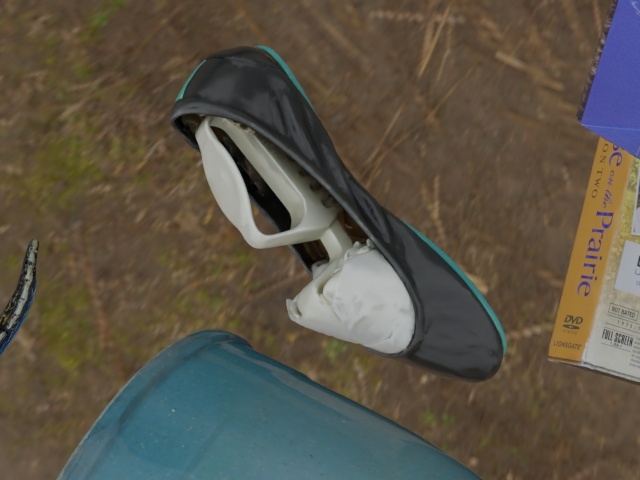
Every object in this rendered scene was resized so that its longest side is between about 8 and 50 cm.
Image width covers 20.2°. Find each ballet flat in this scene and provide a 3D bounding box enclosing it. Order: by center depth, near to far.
[{"bbox_3d":[0.000,0.000,1.166,0.280,0.096,0.095,49,142,5],"label":"ballet flat"}]

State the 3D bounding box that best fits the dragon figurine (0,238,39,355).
[{"bbox_3d":[-0.219,0.084,0.651,0.289,0.144,0.085,-23,86,-14],"label":"dragon figurine"}]

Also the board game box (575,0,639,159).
[{"bbox_3d":[0.308,-0.193,1.147,0.141,0.232,0.291,32,76,10],"label":"board game box"}]

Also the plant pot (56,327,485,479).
[{"bbox_3d":[0.013,0.214,0.857,0.255,0.271,0.271,21,112,18],"label":"plant pot"}]

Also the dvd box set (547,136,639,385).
[{"bbox_3d":[0.380,-0.060,1.620,0.307,0.062,0.420,16,85,-31],"label":"dvd box set"}]
